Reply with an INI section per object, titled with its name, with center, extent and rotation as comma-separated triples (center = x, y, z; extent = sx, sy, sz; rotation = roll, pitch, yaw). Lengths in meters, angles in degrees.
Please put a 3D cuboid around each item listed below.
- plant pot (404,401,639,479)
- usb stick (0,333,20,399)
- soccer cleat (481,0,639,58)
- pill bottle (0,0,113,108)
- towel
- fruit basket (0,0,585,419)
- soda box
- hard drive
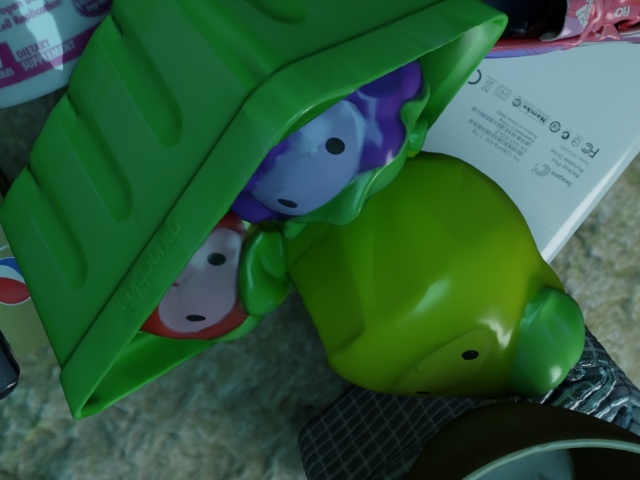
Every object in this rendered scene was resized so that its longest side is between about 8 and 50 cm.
[plant pot]
center = 0.142, 0.202, 0.938
extent = 0.237, 0.254, 0.237
rotation = -1, 102, -3
[usb stick]
center = -0.328, 0.019, 1.120
extent = 0.077, 0.045, 0.278
rotation = -22, 114, 2
[soccer cleat]
center = 0.208, -0.183, 1.053
extent = 0.318, 0.116, 0.108
rotation = -5, 116, -6
[pill bottle]
center = -0.240, -0.247, 0.974
extent = 0.160, 0.160, 0.283
rotation = -25, 114, -2
[towel]
center = 0.108, 0.158, 1.174
extent = 0.284, 0.235, 0.121
rotation = -40, 111, 3
[fruit basket]
center = 0.000, 0.000, 0.983
extent = 0.283, 0.392, 0.392
rotation = -29, 123, -46
[soda box]
center = -0.258, -0.002, 1.119
extent = 0.058, 0.061, 0.181
rotation = -27, 114, -1
[hard drive]
center = 0.199, -0.171, 1.150
extent = 0.233, 0.047, 0.353
rotation = 30, 108, -21
